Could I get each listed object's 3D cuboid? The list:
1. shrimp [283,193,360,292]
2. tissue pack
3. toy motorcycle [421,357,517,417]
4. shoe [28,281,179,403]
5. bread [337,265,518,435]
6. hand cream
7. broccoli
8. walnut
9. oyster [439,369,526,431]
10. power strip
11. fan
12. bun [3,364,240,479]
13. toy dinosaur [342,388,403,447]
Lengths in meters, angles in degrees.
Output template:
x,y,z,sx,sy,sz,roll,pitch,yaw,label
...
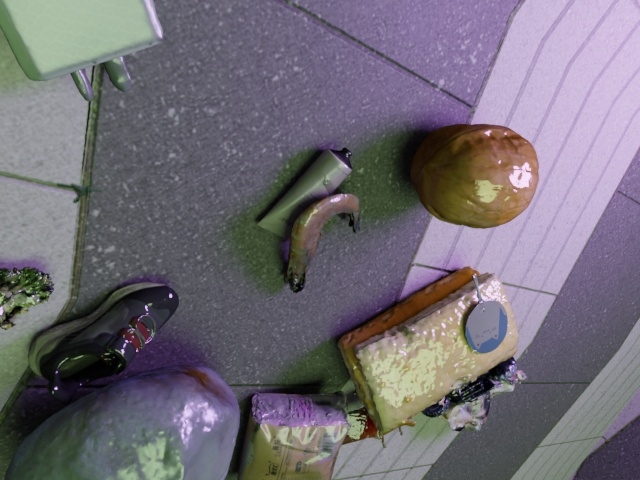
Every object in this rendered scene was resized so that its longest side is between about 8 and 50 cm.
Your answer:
x,y,z,sx,sy,sz,roll,pitch,yaw,label
0.000,0.000,0.896,0.152,0.046,0.219,-23,146,-39,shrimp
-0.059,0.448,1.097,0.215,0.123,0.257,5,116,-16,tissue pack
0.360,0.342,1.330,0.270,0.159,0.106,-29,123,7,toy motorcycle
-0.307,0.152,0.757,0.227,0.112,0.099,-28,130,-14,shoe
0.240,0.238,1.122,0.375,0.165,0.237,-25,107,-17,bread
-0.017,-0.078,0.845,0.186,0.054,0.087,-48,138,13,hand cream
-0.402,0.074,0.658,0.097,0.092,0.095,24,84,-26,broccoli
0.269,-0.115,0.909,0.221,0.195,0.195,4,117,-24,walnut
0.445,0.437,1.461,0.351,0.115,0.238,0,128,-29,oyster
-0.251,-0.242,0.513,0.139,0.140,0.224,-27,130,-18,power strip
0.335,0.149,1.057,0.113,0.005,0.175,-23,103,-21,fan
-0.279,0.347,0.798,0.362,0.211,0.362,-35,155,-19,bun
0.121,0.398,1.235,0.206,0.113,0.327,38,83,-18,toy dinosaur
